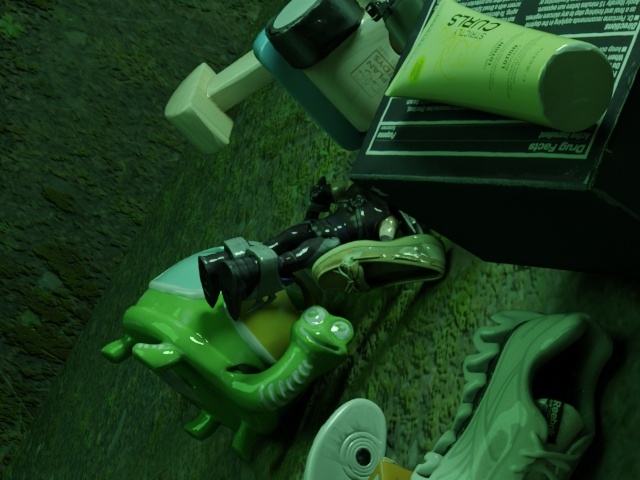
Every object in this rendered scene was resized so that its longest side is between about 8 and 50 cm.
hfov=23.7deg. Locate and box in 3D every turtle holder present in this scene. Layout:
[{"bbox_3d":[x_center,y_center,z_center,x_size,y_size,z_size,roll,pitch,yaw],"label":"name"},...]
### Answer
[{"bbox_3d":[-0.108,0.114,1.903,0.227,0.243,0.320,-50,0,-18],"label":"turtle holder"}]

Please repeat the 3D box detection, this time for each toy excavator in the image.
[{"bbox_3d":[0.009,-0.237,1.896,0.433,0.222,0.445,-44,20,4],"label":"toy excavator"}]

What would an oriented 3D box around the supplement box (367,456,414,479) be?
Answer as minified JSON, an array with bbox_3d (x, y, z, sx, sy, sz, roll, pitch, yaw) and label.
[{"bbox_3d":[0.073,0.289,1.291,0.080,0.078,0.233,-59,14,27],"label":"supplement box"}]

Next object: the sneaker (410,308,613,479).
[{"bbox_3d":[0.146,0.180,1.193,0.118,0.110,0.292,-17,48,58],"label":"sneaker"}]

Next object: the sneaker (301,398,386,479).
[{"bbox_3d":[-0.007,0.270,1.587,0.121,0.079,0.217,-28,39,63],"label":"sneaker"}]

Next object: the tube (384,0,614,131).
[{"bbox_3d":[0.121,-0.127,1.113,0.240,0.070,0.062,31,138,63],"label":"tube"}]

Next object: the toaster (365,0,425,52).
[{"bbox_3d":[0.172,-0.220,1.572,0.227,0.146,0.129,-25,-11,-32],"label":"toaster"}]

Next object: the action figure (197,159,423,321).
[{"bbox_3d":[0.000,0.000,1.798,0.185,0.285,0.099,41,148,52],"label":"action figure"}]

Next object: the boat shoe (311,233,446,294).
[{"bbox_3d":[0.064,0.033,1.686,0.048,0.153,0.056,-87,-16,-46],"label":"boat shoe"}]

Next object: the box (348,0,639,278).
[{"bbox_3d":[0.217,-0.135,1.206,0.296,0.183,0.294,7,69,57],"label":"box"}]
